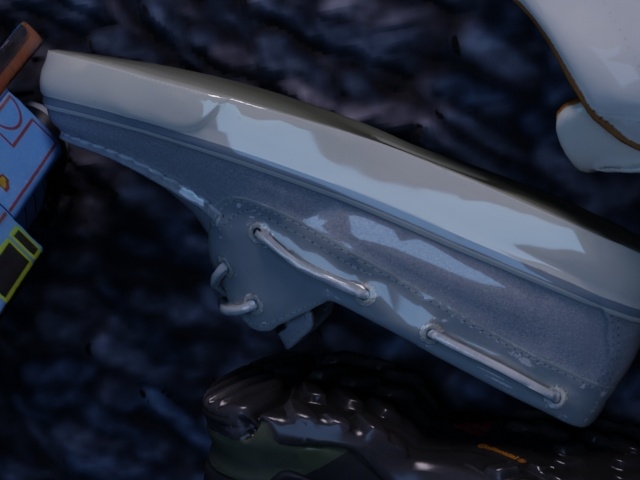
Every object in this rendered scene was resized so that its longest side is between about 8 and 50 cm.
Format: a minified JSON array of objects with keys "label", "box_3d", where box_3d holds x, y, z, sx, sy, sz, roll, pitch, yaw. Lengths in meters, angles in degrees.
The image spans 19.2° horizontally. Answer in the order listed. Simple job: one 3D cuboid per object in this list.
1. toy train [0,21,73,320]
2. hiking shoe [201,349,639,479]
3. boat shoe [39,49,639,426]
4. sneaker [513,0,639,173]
[{"label":"toy train","box_3d":[-0.139,-0.021,0.633,0.080,0.184,0.105,-37,105,24]},{"label":"hiking shoe","box_3d":[0.062,0.118,0.646,0.226,0.086,0.114,18,115,19]},{"label":"boat shoe","box_3d":[0.001,0.000,0.640,0.227,0.079,0.081,21,98,10]},{"label":"sneaker","box_3d":[0.153,-0.054,0.586,0.290,0.106,0.123,33,114,18]}]
